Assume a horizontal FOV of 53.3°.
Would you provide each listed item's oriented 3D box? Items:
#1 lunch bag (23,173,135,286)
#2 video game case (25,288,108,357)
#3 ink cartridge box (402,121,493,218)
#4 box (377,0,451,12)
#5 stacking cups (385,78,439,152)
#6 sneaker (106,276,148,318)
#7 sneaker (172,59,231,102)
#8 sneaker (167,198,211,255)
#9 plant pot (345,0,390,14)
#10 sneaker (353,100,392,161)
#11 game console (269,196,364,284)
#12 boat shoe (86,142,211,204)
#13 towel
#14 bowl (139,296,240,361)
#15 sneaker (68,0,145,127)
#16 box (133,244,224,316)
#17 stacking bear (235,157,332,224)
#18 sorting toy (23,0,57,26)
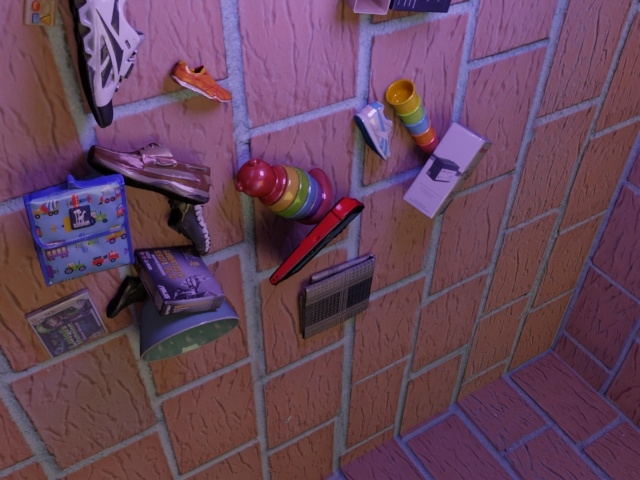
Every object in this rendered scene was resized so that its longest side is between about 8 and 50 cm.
[{"bbox_3d":[-0.581,-0.051,1.537,0.221,0.138,0.293,-16,145,-24],"label":"lunch bag"},{"bbox_3d":[-0.721,0.240,1.826,0.173,0.022,0.190,-25,139,-19],"label":"video game case"},{"bbox_3d":[0.438,-0.241,2.186,0.307,0.129,0.223,-57,165,18],"label":"ink cartridge box"},{"bbox_3d":[0.257,-0.696,1.690,0.207,0.108,0.153,-10,131,-34],"label":"box"},{"bbox_3d":[0.303,-0.389,2.046,0.096,0.096,0.316,-44,146,3],"label":"stacking cups"},{"bbox_3d":[-0.551,0.166,1.873,0.089,0.051,0.170,21,107,-43],"label":"sneaker"},{"bbox_3d":[-0.281,-0.388,1.573,0.175,0.064,0.067,17,104,-50],"label":"sneaker"},{"bbox_3d":[-0.378,-0.045,1.805,0.106,0.078,0.234,-21,133,-20],"label":"sneaker"},{"bbox_3d":[0.115,-0.649,1.626,0.109,0.096,0.109,-10,132,-34],"label":"plant pot"},{"bbox_3d":[0.186,-0.333,1.989,0.092,0.087,0.228,-41,143,-4],"label":"sneaker"},{"bbox_3d":[0.000,0.000,2.012,0.342,0.060,0.386,-48,176,7],"label":"game console"},{"bbox_3d":[-0.423,-0.186,1.619,0.324,0.123,0.119,19,81,-38],"label":"boat shoe"},{"bbox_3d":[0.058,0.213,2.433,0.324,0.056,0.312,-23,141,-25],"label":"towel"},{"bbox_3d":[-0.412,0.226,1.908,0.312,0.163,0.311,-22,165,-6],"label":"bowl"},{"bbox_3d":[-0.447,-0.396,1.379,0.146,0.122,0.330,-14,134,-27],"label":"sneaker"},{"bbox_3d":[-0.402,0.108,1.799,0.183,0.231,0.056,-5,130,-36],"label":"box"},{"bbox_3d":[-0.117,-0.154,1.860,0.289,0.164,0.175,19,113,-42],"label":"stacking bear"},{"bbox_3d":[-0.566,-0.476,1.294,0.062,0.012,0.083,-5,129,-36],"label":"sorting toy"}]
